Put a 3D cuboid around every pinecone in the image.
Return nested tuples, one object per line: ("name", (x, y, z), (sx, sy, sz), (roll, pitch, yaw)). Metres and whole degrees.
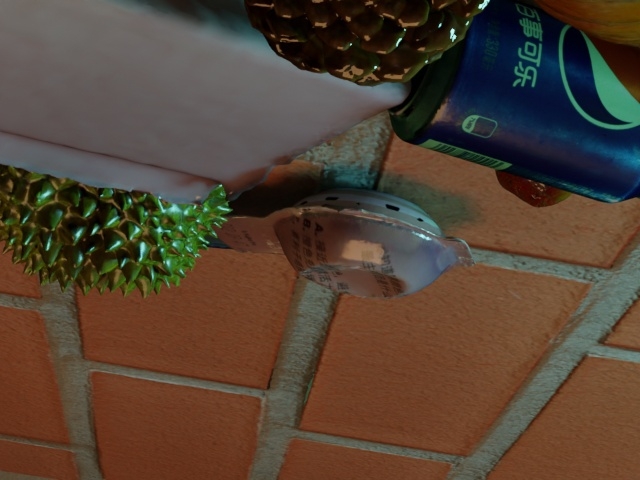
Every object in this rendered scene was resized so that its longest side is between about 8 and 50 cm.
("pinecone", (0.028, -0.166, 1.021), (0.173, 0.173, 0.173), (8, 160, 3))

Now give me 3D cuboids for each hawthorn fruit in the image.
("hawthorn fruit", (0.172, -0.064, 1.355), (0.077, 0.077, 0.077), (8, 160, 3))

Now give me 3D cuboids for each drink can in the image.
("drink can", (0.153, -0.099, 1.203), (0.205, 0.118, 0.118), (16, 159, -20))

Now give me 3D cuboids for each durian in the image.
("durian", (-0.183, -0.051, 1.409), (0.237, 0.176, 0.200), (33, 131, -26))

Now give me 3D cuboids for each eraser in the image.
("eraser", (-0.160, -0.137, 1.138), (0.359, 0.122, 0.272), (11, 155, -36))

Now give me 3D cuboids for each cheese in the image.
("cheese", (0.000, 0.000, 1.594), (0.286, 0.074, 0.189), (5, 159, 20))

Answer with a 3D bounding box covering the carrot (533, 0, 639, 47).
("carrot", (0.178, -0.179, 0.967), (0.159, 0.159, 0.225), (1, 169, 19))
